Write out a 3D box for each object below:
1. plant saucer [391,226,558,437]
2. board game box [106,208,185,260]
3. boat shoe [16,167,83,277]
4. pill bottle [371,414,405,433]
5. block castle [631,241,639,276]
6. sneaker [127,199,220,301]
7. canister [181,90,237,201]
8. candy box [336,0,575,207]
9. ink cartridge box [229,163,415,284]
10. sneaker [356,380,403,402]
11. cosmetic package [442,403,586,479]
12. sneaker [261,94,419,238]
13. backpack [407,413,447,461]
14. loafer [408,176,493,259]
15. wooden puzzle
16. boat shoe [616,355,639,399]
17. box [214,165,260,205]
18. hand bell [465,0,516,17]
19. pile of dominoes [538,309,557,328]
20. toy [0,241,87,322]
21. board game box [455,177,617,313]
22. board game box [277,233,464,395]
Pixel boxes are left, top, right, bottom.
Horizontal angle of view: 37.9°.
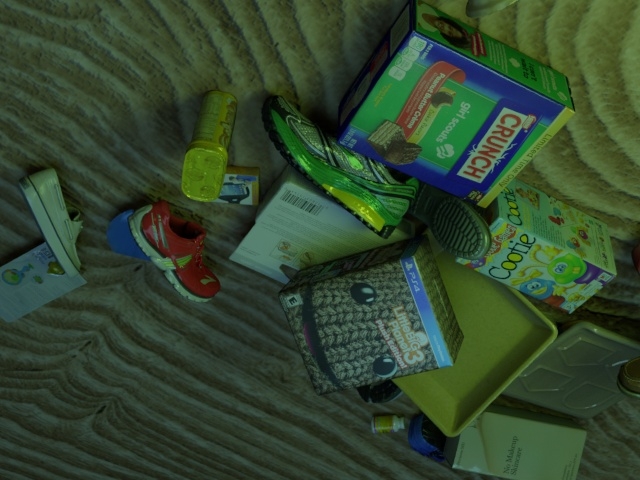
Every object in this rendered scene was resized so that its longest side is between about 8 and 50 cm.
[{"bbox_3d":[0.267,0.176,1.923,0.333,0.081,0.333,45,113,12],"label":"plant saucer"},{"bbox_3d":[-0.361,-0.017,1.961,0.168,0.033,0.133,14,131,-16],"label":"board game box"},{"bbox_3d":[-0.535,-0.036,1.921,0.088,0.096,0.267,-29,130,-17],"label":"boat shoe"},{"bbox_3d":[0.174,0.470,2.388,0.083,0.043,0.043,-7,134,14],"label":"pill bottle"},{"bbox_3d":[0.863,0.073,1.786,0.453,0.213,0.303,-19,128,23],"label":"block castle"},{"bbox_3d":[-0.275,0.024,1.914,0.118,0.107,0.279,-30,132,10],"label":"sneaker"},{"bbox_3d":[-0.197,-0.173,1.680,0.073,0.170,0.126,11,136,-5],"label":"canister"},{"bbox_3d":[0.226,-0.226,1.612,0.317,0.122,0.268,21,134,-17],"label":"candy box"},{"bbox_3d":[0.000,0.000,1.910,0.296,0.066,0.261,25,134,-18],"label":"ink cartridge box"},{"bbox_3d":[0.265,0.228,2.100,0.410,0.158,0.182,-35,156,29],"label":"sneaker"},{"bbox_3d":[0.473,0.496,2.286,0.309,0.113,0.160,11,94,-7],"label":"cosmetic package"},{"bbox_3d":[0.034,-0.158,1.727,0.343,0.134,0.146,37,92,-20],"label":"sneaker"},{"bbox_3d":[0.275,0.501,2.371,0.120,0.098,0.101,33,134,-26],"label":"backpack"},{"bbox_3d":[0.247,-0.046,1.740,0.087,0.251,0.094,11,116,-37],"label":"loafer"},{"bbox_3d":[0.592,0.284,2.107,0.322,0.080,0.348,20,140,-26],"label":"wooden puzzle"},{"bbox_3d":[0.707,0.219,1.736,0.307,0.111,0.104,-10,129,3],"label":"boat shoe"},{"bbox_3d":[-0.188,-0.111,1.846,0.136,0.028,0.081,3,136,1],"label":"box"},{"bbox_3d":[0.221,-0.471,1.398,0.126,0.126,0.242,-22,116,26],"label":"hand bell"},{"bbox_3d":[0.430,0.238,2.117,0.196,0.040,0.251,12,141,-37],"label":"pile of dominoes"},{"bbox_3d":[-0.650,0.084,2.079,0.237,0.056,0.137,-24,125,21],"label":"toy"},{"bbox_3d":[0.412,0.004,1.812,0.275,0.144,0.142,24,133,-17],"label":"board game box"},{"bbox_3d":[0.102,0.149,1.839,0.291,0.141,0.232,-17,102,22],"label":"board game box"}]
